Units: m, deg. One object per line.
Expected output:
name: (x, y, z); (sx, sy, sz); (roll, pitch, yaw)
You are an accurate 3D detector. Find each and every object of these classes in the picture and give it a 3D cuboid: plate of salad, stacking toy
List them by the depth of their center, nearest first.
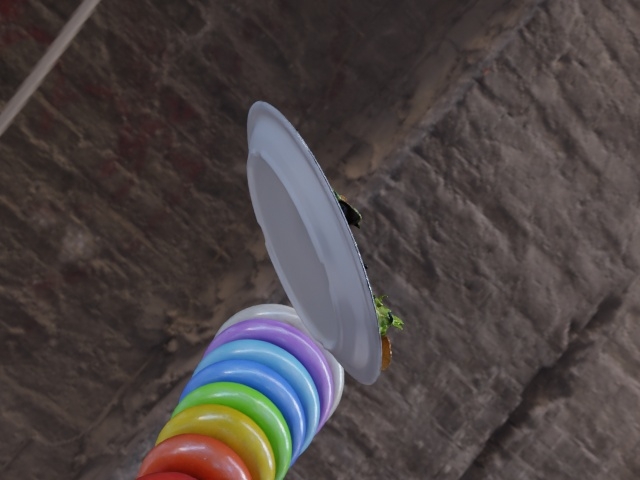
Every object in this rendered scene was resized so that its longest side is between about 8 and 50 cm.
plate of salad: (0.000, 0.000, 0.510); (0.200, 0.048, 0.200); (60, -16, 29)
stacking toy: (-0.081, 0.165, 0.617); (0.141, 0.141, 0.330); (41, 20, 2)
